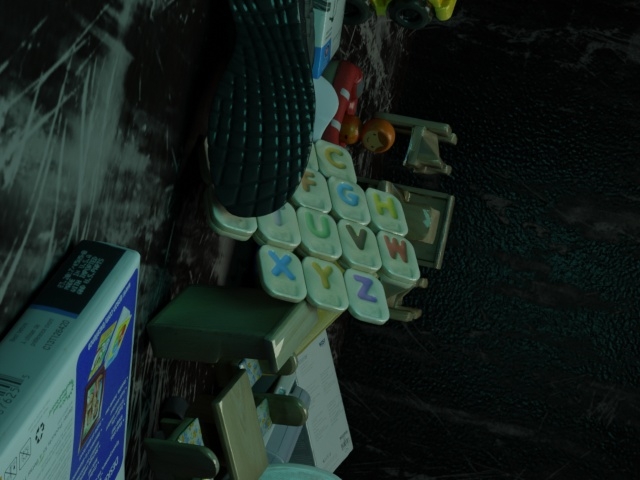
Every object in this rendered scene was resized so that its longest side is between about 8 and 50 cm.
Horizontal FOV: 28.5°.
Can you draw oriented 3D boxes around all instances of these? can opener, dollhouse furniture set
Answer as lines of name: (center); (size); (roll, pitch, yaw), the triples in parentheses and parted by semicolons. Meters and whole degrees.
can opener: (-0.173, 0.318, 1.630); (0.093, 0.074, 0.280); (-70, 170, -47)
dollhouse furniture set: (0.106, -0.049, 2.444); (0.394, 0.257, 0.362); (9, 92, -78)
dollhouse furniture set: (-0.082, 0.182, 1.442); (0.212, 0.161, 0.242); (-49, 135, -52)

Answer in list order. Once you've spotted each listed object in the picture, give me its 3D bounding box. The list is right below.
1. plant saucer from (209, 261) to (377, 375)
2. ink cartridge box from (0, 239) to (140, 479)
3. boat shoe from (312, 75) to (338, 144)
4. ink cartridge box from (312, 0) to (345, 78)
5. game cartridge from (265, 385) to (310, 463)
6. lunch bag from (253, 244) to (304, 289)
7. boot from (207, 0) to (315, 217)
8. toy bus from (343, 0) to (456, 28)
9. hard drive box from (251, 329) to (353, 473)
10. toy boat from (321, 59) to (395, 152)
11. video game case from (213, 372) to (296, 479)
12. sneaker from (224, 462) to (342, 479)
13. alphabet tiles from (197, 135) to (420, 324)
plant saucer: (0.005, 0.081, 1.898); (0.333, 0.081, 0.333); (-44, 176, 8)
ink cartridge box: (-0.233, 0.203, 1.038); (0.303, 0.072, 0.307); (-67, 170, -57)
boat shoe: (-0.068, -0.116, 1.607); (0.102, 0.108, 0.301); (-49, -171, 36)
ink cartridge box: (-0.014, -0.337, 1.660); (0.148, 0.086, 0.203); (-64, 166, -59)
game cartridge: (-0.112, 0.381, 1.945); (0.294, 0.060, 0.196); (-59, 179, 33)
lunch bag: (-0.056, 0.026, 1.962); (0.129, 0.096, 0.151); (-6, 120, -84)
boot: (-0.046, -0.190, 1.440); (0.223, 0.118, 0.338); (7, 89, -83)
toy bus: (0.088, -0.426, 1.806); (0.211, 0.220, 0.149); (78, 23, -59)
hard drive box: (-0.034, 0.282, 2.139); (0.181, 0.089, 0.232); (-31, 111, -68)
toy boat: (0.053, -0.187, 2.153); (0.151, 0.151, 0.231); (83, 21, -68)
video game case: (-0.123, 0.319, 1.861); (0.227, 0.026, 0.206); (-53, -175, 29)
sneaker: (-0.112, 0.359, 1.564); (0.147, 0.296, 0.104); (112, -38, -63)
alphabet tiles: (-0.010, -0.032, 1.468); (0.021, 0.284, 0.278); (-49, -142, 36)
